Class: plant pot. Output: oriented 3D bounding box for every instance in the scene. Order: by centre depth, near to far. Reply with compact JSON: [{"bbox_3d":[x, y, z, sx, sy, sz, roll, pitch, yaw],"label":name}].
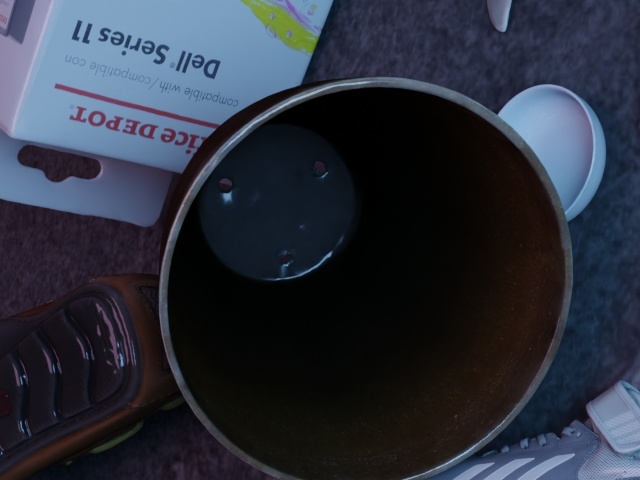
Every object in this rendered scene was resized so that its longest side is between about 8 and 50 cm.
[{"bbox_3d":[0.000,0.000,0.852,0.230,0.215,0.215,-136,63,-71],"label":"plant pot"}]

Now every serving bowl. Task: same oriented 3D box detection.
[{"bbox_3d":[0.129,-0.044,0.834,0.083,0.027,0.083,-14,70,46],"label":"serving bowl"}]

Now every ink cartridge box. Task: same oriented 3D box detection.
[{"bbox_3d":[-0.108,-0.162,0.999,0.119,0.207,0.354,37,110,48],"label":"ink cartridge box"}]

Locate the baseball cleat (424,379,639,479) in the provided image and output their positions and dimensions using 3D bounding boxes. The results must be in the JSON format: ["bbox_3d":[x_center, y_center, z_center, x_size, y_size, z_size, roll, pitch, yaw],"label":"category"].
[{"bbox_3d":[0.125,0.124,0.784,0.205,0.072,0.109,9,73,47],"label":"baseball cleat"}]

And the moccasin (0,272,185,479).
[{"bbox_3d":[-0.213,0.109,1.127,0.380,0.147,0.139,-31,73,37],"label":"moccasin"}]

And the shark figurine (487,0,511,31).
[{"bbox_3d":[0.129,-0.209,0.811,0.278,0.116,0.166,5,87,52],"label":"shark figurine"}]
